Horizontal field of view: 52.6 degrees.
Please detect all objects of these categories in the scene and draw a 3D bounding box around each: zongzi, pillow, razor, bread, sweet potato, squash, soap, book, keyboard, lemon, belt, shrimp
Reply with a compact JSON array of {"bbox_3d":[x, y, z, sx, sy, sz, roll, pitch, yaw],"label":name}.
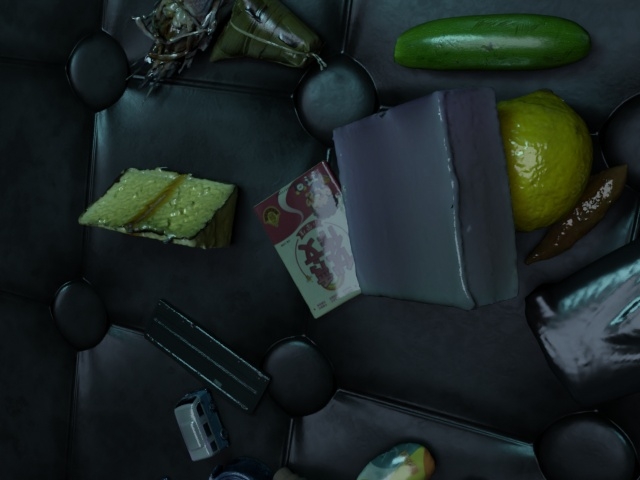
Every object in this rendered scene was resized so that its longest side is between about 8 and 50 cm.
[{"bbox_3d":[-0.089,-0.316,1.113,0.189,0.081,0.178,41,131,-3],"label":"zongzi"},{"bbox_3d":[0.166,0.463,1.097,0.233,0.086,0.214,32,96,17],"label":"pillow"},{"bbox_3d":[0.476,0.094,0.907,0.349,0.113,0.204,-28,85,24],"label":"razor"},{"bbox_3d":[-0.287,-0.049,1.186,0.266,0.142,0.178,12,60,21],"label":"bread"},{"bbox_3d":[0.379,-0.036,0.963,0.206,0.060,0.068,-53,40,20],"label":"sweet potato"},{"bbox_3d":[0.247,-0.293,0.965,0.292,0.082,0.082,5,98,21],"label":"squash"},{"bbox_3d":[0.139,-0.052,0.937,0.296,0.107,0.285,3,101,65],"label":"soap"},{"bbox_3d":[0.000,0.000,1.129,0.162,0.022,0.232,-31,84,22],"label":"book"},{"bbox_3d":[-0.180,0.250,1.227,0.381,0.041,0.103,35,108,20],"label":"keyboard"},{"bbox_3d":[0.291,-0.110,0.924,0.180,0.180,0.193,41,124,12],"label":"lemon"},{"bbox_3d":[-0.139,0.506,1.212,0.141,0.082,0.190,-21,90,17],"label":"belt"},{"bbox_3d":[-0.242,-0.371,1.117,0.116,0.145,0.343,42,118,-12],"label":"shrimp"}]

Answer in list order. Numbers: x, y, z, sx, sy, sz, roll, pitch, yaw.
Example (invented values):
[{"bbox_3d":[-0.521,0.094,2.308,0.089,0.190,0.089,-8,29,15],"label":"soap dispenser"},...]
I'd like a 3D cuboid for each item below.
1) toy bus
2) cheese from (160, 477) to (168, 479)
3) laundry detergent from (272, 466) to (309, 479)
[{"bbox_3d":[-0.231,0.352,1.233,0.060,0.075,0.123,-22,89,22],"label":"toy bus"},{"bbox_3d":[-0.291,0.550,1.301,0.095,0.038,0.145,-39,76,19],"label":"cheese"},{"bbox_3d":[-0.001,0.520,1.145,0.237,0.076,0.171,34,143,44],"label":"laundry detergent"}]
